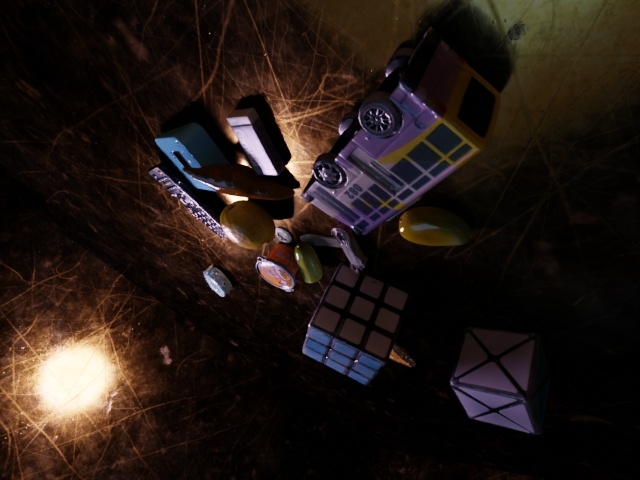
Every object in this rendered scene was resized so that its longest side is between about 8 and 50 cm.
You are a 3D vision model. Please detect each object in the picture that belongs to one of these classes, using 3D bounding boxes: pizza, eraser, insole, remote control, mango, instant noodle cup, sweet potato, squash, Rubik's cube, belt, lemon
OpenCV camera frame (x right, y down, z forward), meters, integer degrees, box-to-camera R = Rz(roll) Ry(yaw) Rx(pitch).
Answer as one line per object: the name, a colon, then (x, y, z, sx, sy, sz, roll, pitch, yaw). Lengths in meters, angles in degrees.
pizza: (0.342, 0.503, 1.862, 0.185, 0.052, 0.195, 11, 148, 39)
eraser: (-0.192, -0.290, 1.221, 0.091, 0.046, 0.213, 6, 140, 34)
insole: (0.000, 0.000, 1.491, 0.191, 0.010, 0.063, 5, 139, 36)
remote control: (-0.498, -0.158, 1.618, 0.144, 0.062, 0.399, -3, 136, 50)
mango: (0.314, -0.035, 1.124, 0.194, 0.092, 0.130, 18, 144, 11)
instant noodle cup: (-0.155, 0.093, 1.632, 0.177, 0.126, 0.208, 8, 141, 29)
sweet potato: (-0.264, -0.195, 1.327, 0.358, 0.112, 0.112, 10, 151, -17)
squash: (-0.050, 0.078, 1.553, 0.095, 0.095, 0.188, 13, 147, 24)
Rubik's cube: (0.632, 0.478, 1.412, 0.254, 0.259, 0.260, -4, 135, 40)
belt: (-0.533, 0.216, 2.138, 0.147, 0.082, 0.163, 35, 152, 11)
Rubik's cube: (0.131, 0.323, 1.557, 0.300, 0.304, 0.305, 23, 145, 10)
lemon: (-0.263, -0.056, 1.485, 0.207, 0.170, 0.170, 42, 146, -24)
belt: (0.108, 0.026, 1.404, 0.071, 0.053, 0.232, 3, 138, 35)

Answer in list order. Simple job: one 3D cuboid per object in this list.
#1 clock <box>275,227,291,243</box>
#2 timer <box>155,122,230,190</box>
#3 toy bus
clock: (-0.146, -0.019, 1.581, 0.074, 0.010, 0.083, 23, 146, 11)
timer: (-0.444, -0.288, 1.424, 0.249, 0.091, 0.232, 11, 145, 47)
toy bus: (0.157, -0.201, 0.919, 0.249, 0.209, 0.440, 35, 145, -11)
